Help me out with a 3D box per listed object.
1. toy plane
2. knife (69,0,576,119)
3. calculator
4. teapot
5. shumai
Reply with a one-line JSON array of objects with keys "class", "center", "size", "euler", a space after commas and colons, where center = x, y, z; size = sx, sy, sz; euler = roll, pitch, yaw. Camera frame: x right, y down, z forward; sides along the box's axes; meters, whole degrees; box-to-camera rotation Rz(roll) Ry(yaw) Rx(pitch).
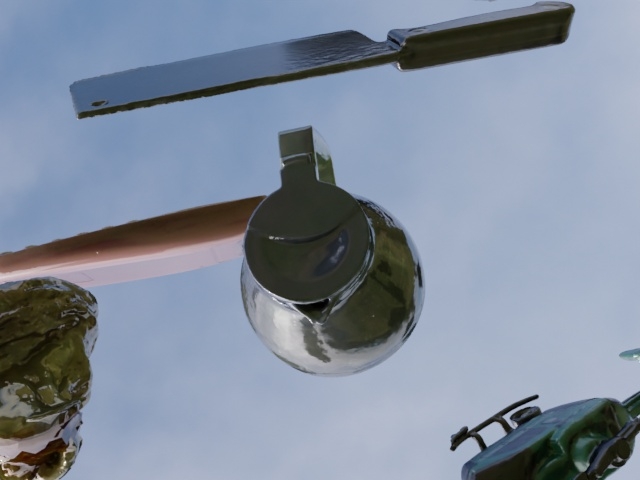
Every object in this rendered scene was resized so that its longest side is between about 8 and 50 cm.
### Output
[{"class": "toy plane", "center": [0.265, 0.193, 1.089], "size": [0.382, 0.155, 0.106], "euler": [-23, -88, -32]}, {"class": "knife", "center": [0.001, -0.092, 0.544], "size": [0.245, 0.072, 0.019], "euler": [-11, -64, -11]}, {"class": "calculator", "center": [-0.214, 0.016, 1.216], "size": [0.330, 0.220, 0.048], "euler": [-11, -96, -3]}, {"class": "teapot", "center": [0.000, 0.000, 0.391], "size": [0.066, 0.057, 0.087], "euler": [-10, -113, 8]}, {"class": "shumai", "center": [-0.246, 0.122, 0.879], "size": [0.210, 0.161, 0.153], "euler": [-26, -120, -40]}]
